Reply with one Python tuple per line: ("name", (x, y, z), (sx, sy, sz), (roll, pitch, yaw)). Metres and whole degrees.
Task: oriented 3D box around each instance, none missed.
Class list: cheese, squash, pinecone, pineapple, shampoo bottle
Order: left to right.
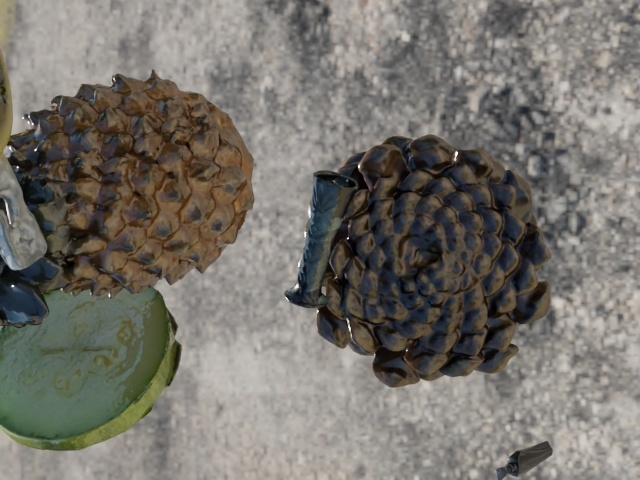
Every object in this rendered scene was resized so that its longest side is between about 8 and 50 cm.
("cheese", (-0.193, -0.059, 0.601), (0.036, 0.086, 0.163), (-10, 111, 26))
("pineapple", (-0.241, -0.022, 1.006), (0.222, 0.357, 0.223), (16, 118, 32))
("squash", (-0.256, 0.125, 1.164), (0.219, 0.219, 0.041), (-121, 10, -45))
("pinecone", (0.141, 0.023, 1.604), (0.384, 0.384, 0.385), (-1, 89, 62))
("shampoo bottle", (0.348, 0.376, 1.869), (0.027, 0.137, 0.048), (15, 109, 43))

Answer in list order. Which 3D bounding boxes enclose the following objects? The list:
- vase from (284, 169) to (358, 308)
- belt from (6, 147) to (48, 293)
("vase", (0.000, 0.000, 1.366), (0.059, 0.059, 0.167), (43, 123, 55))
("belt", (-0.302, -0.031, 1.392), (0.295, 0.206, 0.161), (105, 167, -62))
